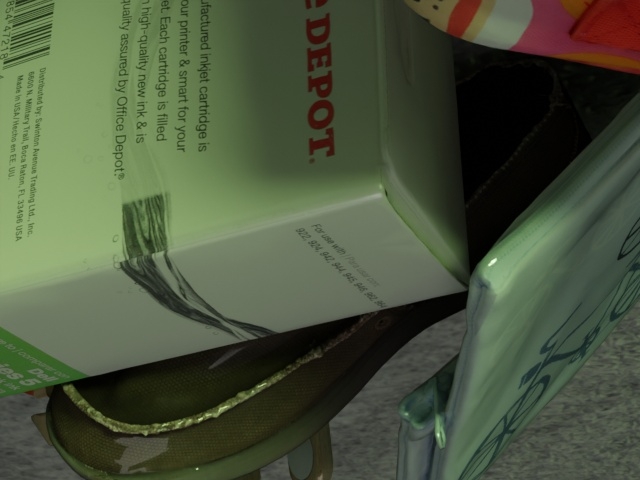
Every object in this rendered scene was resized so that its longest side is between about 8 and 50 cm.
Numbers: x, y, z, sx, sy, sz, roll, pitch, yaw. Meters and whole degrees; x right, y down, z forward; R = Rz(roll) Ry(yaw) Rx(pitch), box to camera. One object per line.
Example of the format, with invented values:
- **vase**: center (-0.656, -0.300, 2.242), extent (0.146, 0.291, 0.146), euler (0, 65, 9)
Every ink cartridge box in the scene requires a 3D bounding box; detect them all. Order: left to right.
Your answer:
- **ink cartridge box**: center (-0.073, -0.053, 0.685), extent (0.272, 0.198, 0.115), euler (-13, 149, 21)

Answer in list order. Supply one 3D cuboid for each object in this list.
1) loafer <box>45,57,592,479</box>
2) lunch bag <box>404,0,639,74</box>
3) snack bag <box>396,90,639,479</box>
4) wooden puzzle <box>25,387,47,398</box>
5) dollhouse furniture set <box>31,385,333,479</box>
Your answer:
- **loafer**: center (0.000, 0.000, 0.776), extent (0.366, 0.134, 0.130), euler (-33, 140, -18)
- **lunch bag**: center (0.158, -0.143, 0.471), extent (0.293, 0.258, 0.120), euler (5, 151, -13)
- **snack bag**: center (0.155, -0.004, 0.750), extent (0.037, 0.323, 0.342), euler (39, 158, 19)
- **wooden puzzle**: center (-0.244, 0.116, 1.175), extent (0.116, 0.014, 0.078), euler (-24, 144, 36)
- **dollhouse furniture set**: center (-0.213, 0.130, 0.942), extent (0.355, 0.174, 0.303), euler (2, 165, -33)
